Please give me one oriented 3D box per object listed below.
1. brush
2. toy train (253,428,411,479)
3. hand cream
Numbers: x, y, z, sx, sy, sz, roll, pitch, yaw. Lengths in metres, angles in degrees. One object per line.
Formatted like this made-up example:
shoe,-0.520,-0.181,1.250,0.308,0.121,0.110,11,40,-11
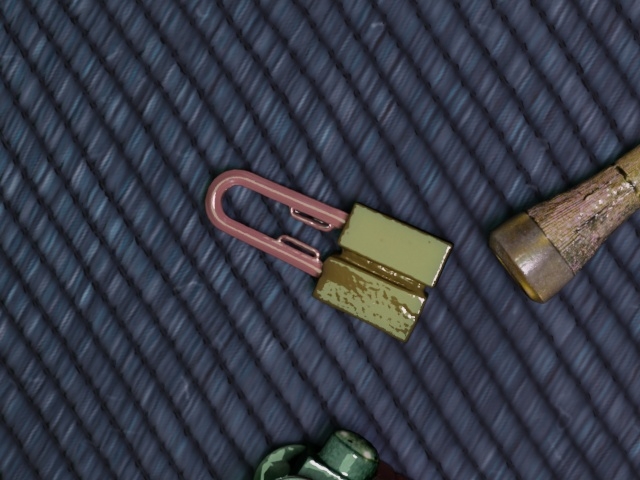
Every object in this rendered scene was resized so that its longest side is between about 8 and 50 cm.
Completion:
brush,0.000,0.000,1.626,0.233,0.047,0.103,25,98,5
toy train,-0.004,0.335,1.616,0.221,0.150,0.304,33,97,-4
hand cream,0.253,-0.032,1.583,0.203,0.084,0.084,-38,91,2
